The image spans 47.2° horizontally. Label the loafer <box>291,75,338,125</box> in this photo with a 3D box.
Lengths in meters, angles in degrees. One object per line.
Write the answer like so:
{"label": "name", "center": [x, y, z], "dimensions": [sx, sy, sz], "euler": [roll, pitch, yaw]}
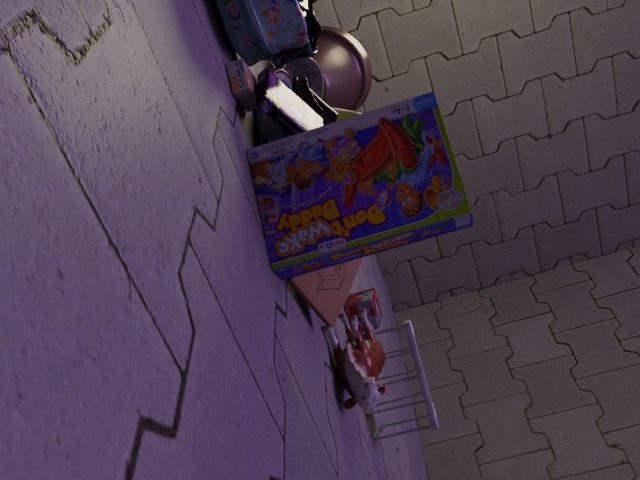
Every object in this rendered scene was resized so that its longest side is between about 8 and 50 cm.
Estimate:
{"label": "loafer", "center": [0.001, -0.266, 1.610], "dimensions": [0.080, 0.078, 0.220], "euler": [109, -42, -79]}

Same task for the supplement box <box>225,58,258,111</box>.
{"label": "supplement box", "center": [-0.141, -0.289, 1.374], "dimensions": [0.098, 0.036, 0.062], "euler": [45, 29, -75]}

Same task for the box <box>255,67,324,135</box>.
{"label": "box", "center": [-0.055, -0.244, 1.396], "dimensions": [0.162, 0.029, 0.116], "euler": [39, 28, -29]}

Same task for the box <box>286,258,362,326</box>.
{"label": "box", "center": [0.012, 0.052, 1.417], "dimensions": [0.164, 0.021, 0.201], "euler": [-64, 145, -21]}

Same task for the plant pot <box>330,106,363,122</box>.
{"label": "plant pot", "center": [0.085, -0.168, 1.857], "dimensions": [0.276, 0.276, 0.254], "euler": [-89, -162, -67]}

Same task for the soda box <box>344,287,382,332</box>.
{"label": "soda box", "center": [0.130, 0.206, 2.179], "dimensions": [0.263, 0.083, 0.092], "euler": [-24, 98, -83]}

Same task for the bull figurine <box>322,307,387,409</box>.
{"label": "bull figurine", "center": [0.084, 0.259, 1.633], "dimensions": [0.310, 0.101, 0.188], "euler": [-11, 83, -83]}

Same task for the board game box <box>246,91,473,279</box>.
{"label": "board game box", "center": [0.065, -0.093, 1.279], "dimensions": [0.078, 0.347, 0.233], "euler": [53, 22, -70]}

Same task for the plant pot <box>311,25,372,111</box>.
{"label": "plant pot", "center": [-0.016, -0.421, 1.954], "dimensions": [0.229, 0.263, 0.263], "euler": [-53, 128, -59]}

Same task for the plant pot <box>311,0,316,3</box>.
{"label": "plant pot", "center": [-0.112, -0.726, 1.933], "dimensions": [0.254, 0.237, 0.237], "euler": [58, 10, -12]}

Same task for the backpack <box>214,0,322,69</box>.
{"label": "backpack", "center": [-0.105, -0.462, 1.418], "dimensions": [0.253, 0.191, 0.225], "euler": [81, -10, -89]}

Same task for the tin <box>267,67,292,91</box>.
{"label": "tin", "center": [-0.086, -0.297, 1.647], "dimensions": [0.106, 0.040, 0.189], "euler": [-57, 141, -34]}

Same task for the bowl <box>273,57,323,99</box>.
{"label": "bowl", "center": [-0.076, -0.359, 1.747], "dimensions": [0.170, 0.080, 0.170], "euler": [-23, 122, -43]}

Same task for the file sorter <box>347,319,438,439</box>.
{"label": "file sorter", "center": [0.192, 0.367, 1.938], "dimensions": [0.193, 0.173, 0.277], "euler": [31, 44, -81]}

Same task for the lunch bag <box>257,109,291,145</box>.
{"label": "lunch bag", "center": [-0.066, -0.187, 1.513], "dimensions": [0.219, 0.090, 0.176], "euler": [-101, 171, -45]}
